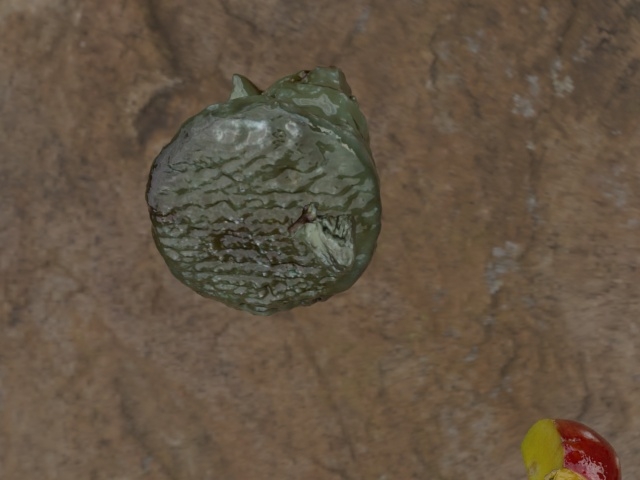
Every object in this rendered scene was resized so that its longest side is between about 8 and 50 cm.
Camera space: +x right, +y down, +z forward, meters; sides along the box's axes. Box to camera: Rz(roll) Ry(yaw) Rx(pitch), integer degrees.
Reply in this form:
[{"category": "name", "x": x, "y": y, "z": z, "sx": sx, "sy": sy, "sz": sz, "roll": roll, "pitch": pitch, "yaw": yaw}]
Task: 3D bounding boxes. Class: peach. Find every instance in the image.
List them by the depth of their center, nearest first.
[{"category": "peach", "x": 0.302, "y": 0.275, "z": 1.499, "sx": 0.118, "sy": 0.151, "sz": 0.151, "roll": -17, "pitch": 80, "yaw": 16}]

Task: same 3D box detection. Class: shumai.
[{"category": "shumai", "x": 0.000, "y": 0.000, "z": 1.459, "sx": 0.080, "sy": 0.083, "sz": 0.082, "roll": 3, "pitch": 122, "yaw": -6}, {"category": "shumai", "x": -0.062, "y": -0.111, "z": 1.800, "sx": 0.324, "sy": 0.323, "sz": 0.397, "roll": 11, "pitch": 137, "yaw": 1}]
